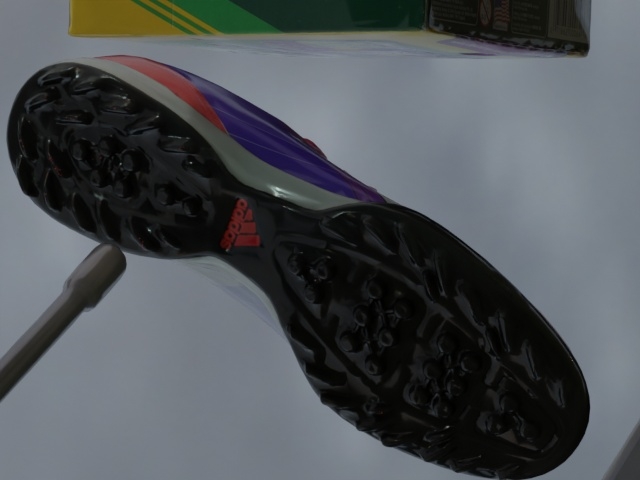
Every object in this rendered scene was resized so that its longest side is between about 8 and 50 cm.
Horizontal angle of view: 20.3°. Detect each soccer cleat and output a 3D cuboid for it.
[{"bbox_3d":[0.000,0.000,0.873,0.116,0.318,0.108,-30,-32,-62],"label":"soccer cleat"}]

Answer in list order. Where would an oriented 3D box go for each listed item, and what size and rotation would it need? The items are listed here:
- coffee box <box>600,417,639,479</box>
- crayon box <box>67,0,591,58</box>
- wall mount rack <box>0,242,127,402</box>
[{"bbox_3d":[0.270,0.314,1.014,0.334,0.338,0.338,-56,-18,-6],"label":"coffee box"},{"bbox_3d":[0.020,-0.209,1.488,0.363,0.313,0.106,-5,-82,-63],"label":"crayon box"},{"bbox_3d":[-0.240,0.020,0.675,0.304,0.130,0.350,-37,-73,-13],"label":"wall mount rack"}]
